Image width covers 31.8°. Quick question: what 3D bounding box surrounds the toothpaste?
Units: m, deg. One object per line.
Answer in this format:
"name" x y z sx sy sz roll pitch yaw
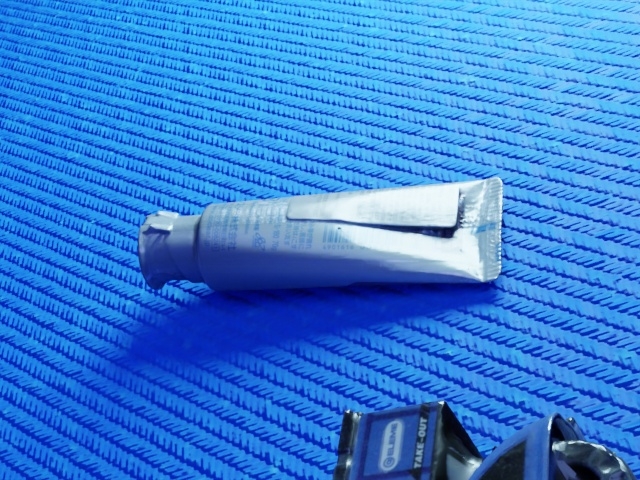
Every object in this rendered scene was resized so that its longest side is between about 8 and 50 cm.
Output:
"toothpaste" 0.000 0.000 0.925 0.299 0.073 0.114 -4 44 15

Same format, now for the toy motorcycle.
"toy motorcycle" 0.076 0.242 0.583 0.213 0.125 0.358 -15 39 26
